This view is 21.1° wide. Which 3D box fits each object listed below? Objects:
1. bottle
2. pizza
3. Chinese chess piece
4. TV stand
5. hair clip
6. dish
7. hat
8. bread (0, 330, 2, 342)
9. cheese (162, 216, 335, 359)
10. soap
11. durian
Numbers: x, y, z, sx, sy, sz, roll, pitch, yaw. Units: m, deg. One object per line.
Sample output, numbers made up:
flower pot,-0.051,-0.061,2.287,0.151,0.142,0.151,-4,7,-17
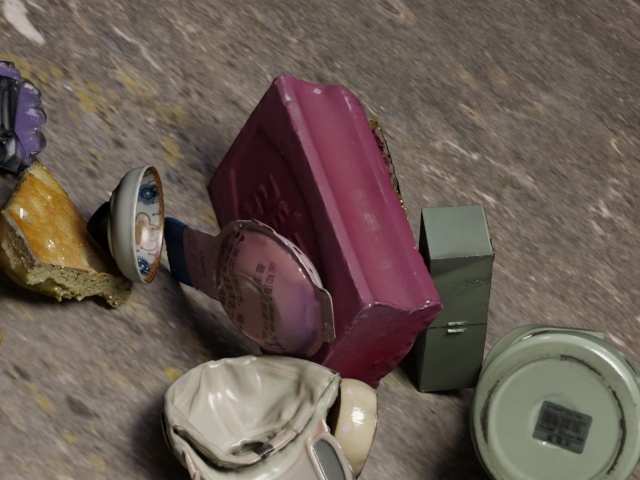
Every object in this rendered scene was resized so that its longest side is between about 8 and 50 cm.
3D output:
bottle,0.303,0.206,2.138,0.229,0.229,0.352,46,11,9
pizza,-0.332,-0.005,2.002,0.204,0.080,0.188,55,20,21
Chinese chess piece,0.027,0.223,2.017,0.051,0.122,0.122,14,45,-11
TV stand,0.163,0.075,2.137,0.083,0.269,0.088,-4,51,-2
hair clip,-0.393,-0.162,2.121,0.124,0.052,0.195,20,38,-29
dish,-0.236,-0.020,2.008,0.078,0.141,0.141,3,43,8
hat,-0.076,0.254,1.946,0.219,0.164,0.226,-11,99,-27
bread,-0.429,0.032,1.893,0.093,0.074,0.239,1,53,-43
cheese,-0.088,0.048,2.011,0.286,0.189,0.074,21,38,41
soap,0.000,0.000,2.120,0.128,0.233,0.359,2,52,-33
durian,0.052,-0.071,2.351,0.108,0.119,0.186,-15,42,-1
